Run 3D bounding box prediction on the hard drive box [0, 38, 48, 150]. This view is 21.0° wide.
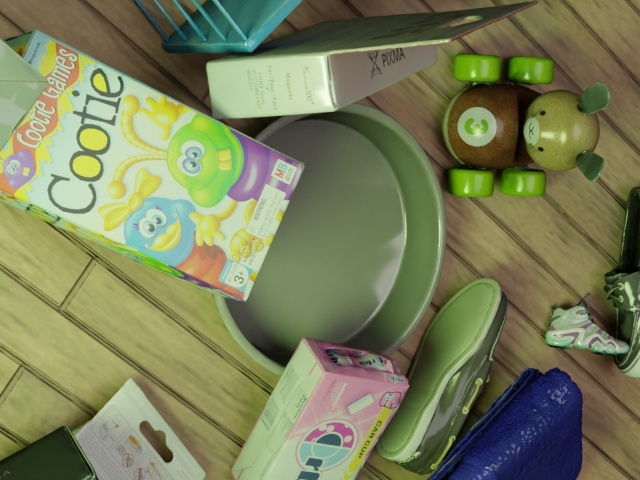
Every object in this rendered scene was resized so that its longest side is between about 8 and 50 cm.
[{"bbox_3d":[-0.354,-0.094,1.441,0.089,0.232,0.181,42,75,-31],"label":"hard drive box"}]

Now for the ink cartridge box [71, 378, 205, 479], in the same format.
[{"bbox_3d":[-0.217,0.244,1.704,0.179,0.045,0.145,-48,119,-26],"label":"ink cartridge box"}]

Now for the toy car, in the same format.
[{"bbox_3d":[0.238,-0.119,1.856,0.149,0.188,0.155,-2,98,-34],"label":"toy car"}]

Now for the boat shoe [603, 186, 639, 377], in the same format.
[{"bbox_3d":[0.371,0.045,2.042,0.076,0.080,0.228,13,93,-17],"label":"boat shoe"}]

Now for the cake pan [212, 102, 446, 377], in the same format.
[{"bbox_3d":[0.000,0.000,1.798,0.293,0.054,0.293,-6,101,-33],"label":"cake pan"}]

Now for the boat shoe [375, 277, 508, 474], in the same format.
[{"bbox_3d":[0.144,0.150,1.905,0.068,0.081,0.228,34,85,-35],"label":"boat shoe"}]

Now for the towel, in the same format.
[{"bbox_3d":[0.168,0.291,1.913,0.308,0.076,0.228,-41,148,-22],"label":"towel"}]

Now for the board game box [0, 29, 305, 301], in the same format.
[{"bbox_3d":[-0.181,-0.065,1.583,0.275,0.144,0.142,26,83,-21],"label":"board game box"}]

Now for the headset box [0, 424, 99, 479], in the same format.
[{"bbox_3d":[-0.273,0.344,1.587,0.246,0.131,0.283,-28,113,-11],"label":"headset box"}]

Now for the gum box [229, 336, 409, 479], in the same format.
[{"bbox_3d":[0.000,0.190,1.776,0.107,0.062,0.188,13,117,-34],"label":"gum box"}]

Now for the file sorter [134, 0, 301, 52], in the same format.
[{"bbox_3d":[-0.097,-0.253,1.627,0.118,0.170,0.104,-48,117,-19],"label":"file sorter"}]

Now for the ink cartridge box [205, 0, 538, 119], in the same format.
[{"bbox_3d":[0.058,-0.173,1.637,0.275,0.239,0.060,-32,118,-62],"label":"ink cartridge box"}]

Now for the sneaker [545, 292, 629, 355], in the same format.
[{"bbox_3d":[0.314,0.096,2.014,0.098,0.038,0.069,9,82,-3],"label":"sneaker"}]
